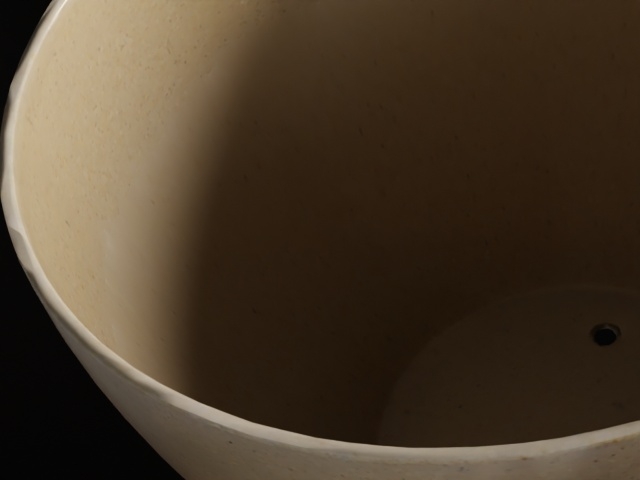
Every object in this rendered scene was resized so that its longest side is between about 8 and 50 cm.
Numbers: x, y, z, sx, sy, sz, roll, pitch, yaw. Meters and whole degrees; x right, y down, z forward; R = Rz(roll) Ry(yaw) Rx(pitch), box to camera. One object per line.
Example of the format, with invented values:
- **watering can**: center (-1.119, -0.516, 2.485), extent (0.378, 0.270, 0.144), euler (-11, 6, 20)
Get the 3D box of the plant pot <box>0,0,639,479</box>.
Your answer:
- **plant pot**: center (0.066, 0.007, 0.557), extent (0.284, 0.284, 0.191), euler (7, -40, 22)
